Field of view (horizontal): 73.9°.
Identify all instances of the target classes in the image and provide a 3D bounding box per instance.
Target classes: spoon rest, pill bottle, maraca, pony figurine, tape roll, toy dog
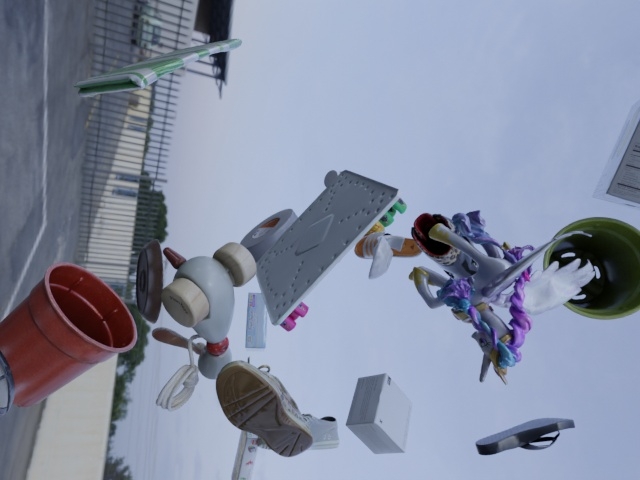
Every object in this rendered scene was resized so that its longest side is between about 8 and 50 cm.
[{"bbox_3d":[0.202,0.039,1.391,0.276,0.084,0.137,-33,139,-62],"label":"spoon rest"},{"bbox_3d":[0.109,-0.232,1.811,0.108,0.193,0.108,-15,-112,41],"label":"pill bottle"},{"bbox_3d":[0.270,-0.078,2.208,0.099,0.127,0.186,-93,-179,-75],"label":"maraca"},{"bbox_3d":[0.396,0.088,0.958,0.351,0.303,0.363,-46,-136,12],"label":"pony figurine"},{"bbox_3d":[-0.164,-0.015,1.431,0.219,0.072,0.219,-29,-159,12],"label":"tape roll"},{"bbox_3d":[-0.243,0.136,0.823,0.161,0.220,0.334,32,-66,22],"label":"toy dog"}]

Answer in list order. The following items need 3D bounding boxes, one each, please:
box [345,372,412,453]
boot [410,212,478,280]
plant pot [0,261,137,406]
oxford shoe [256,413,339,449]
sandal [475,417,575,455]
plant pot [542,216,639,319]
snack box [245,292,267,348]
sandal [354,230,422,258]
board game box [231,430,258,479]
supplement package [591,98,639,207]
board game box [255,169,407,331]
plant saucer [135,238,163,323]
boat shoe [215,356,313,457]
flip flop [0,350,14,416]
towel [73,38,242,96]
[{"bbox_3d":[0.197,0.566,1.391,0.119,0.182,0.181,-23,-153,36],"label":"box"},{"bbox_3d":[0.405,-0.006,1.421,0.138,0.284,0.377,-36,-137,20],"label":"boot"},{"bbox_3d":[-0.651,0.241,1.037,0.265,0.272,0.272,-39,-149,0],"label":"plant pot"},{"bbox_3d":[-0.075,0.723,1.606,0.169,0.449,0.130,-12,-115,33],"label":"oxford shoe"},{"bbox_3d":[0.516,0.502,1.074,0.097,0.254,0.054,87,-13,-74],"label":"sandal"},{"bbox_3d":[0.776,0.094,1.246,0.254,0.276,0.276,34,58,-71],"label":"plant pot"},{"bbox_3d":[-0.211,0.275,1.412,0.207,0.070,0.174,118,-26,-70],"label":"snack box"},{"bbox_3d":[0.239,0.010,1.551,0.265,0.076,0.102,-1,-116,30],"label":"sandal"},{"bbox_3d":[-0.289,0.834,1.626,0.193,0.053,0.305,-140,-119,-75],"label":"board game box"},{"bbox_3d":[0.852,-0.206,1.060,0.198,0.199,0.263,22,-78,21],"label":"supplement package"},{"bbox_3d":[0.000,0.000,1.068,0.390,0.050,0.390,-46,-158,1],"label":"board game box"},{"bbox_3d":[-0.630,0.149,1.553,0.310,0.050,0.311,-10,-101,58],"label":"plant saucer"},{"bbox_3d":[-0.112,0.319,0.833,0.285,0.104,0.089,62,1,-32],"label":"boat shoe"},{"bbox_3d":[-0.526,0.143,0.589,0.277,0.080,0.112,44,-28,8],"label":"flip flop"},{"bbox_3d":[-0.375,-0.411,1.008,0.248,0.325,0.038,6,-54,32],"label":"towel"}]
